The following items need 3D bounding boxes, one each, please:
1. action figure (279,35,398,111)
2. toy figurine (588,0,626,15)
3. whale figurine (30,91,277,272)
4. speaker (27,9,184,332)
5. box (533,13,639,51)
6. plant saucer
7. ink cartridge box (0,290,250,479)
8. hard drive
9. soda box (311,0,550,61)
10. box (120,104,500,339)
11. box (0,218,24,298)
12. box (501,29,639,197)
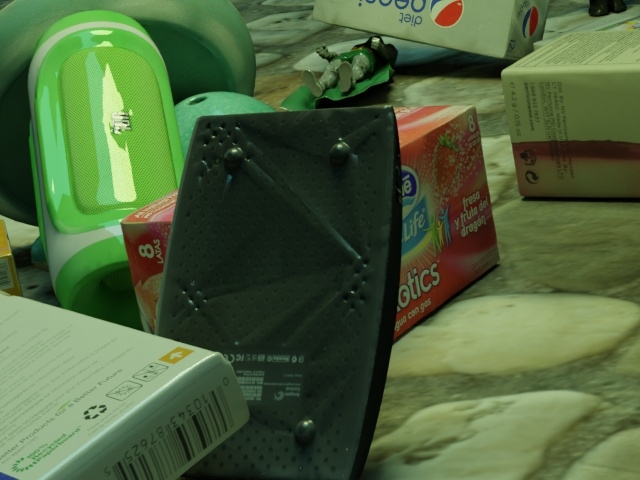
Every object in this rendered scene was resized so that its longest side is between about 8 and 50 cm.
[{"bbox_3d":[0.042,-0.215,2.293,0.137,0.063,0.232,-8,13,18],"label":"action figure"},{"bbox_3d":[0.350,-0.395,2.526,0.210,0.148,0.213,3,22,37],"label":"toy figurine"},{"bbox_3d":[-0.139,-0.049,1.721,0.272,0.141,0.216,-23,21,-26],"label":"whale figurine"},{"bbox_3d":[-0.178,-0.059,1.592,0.131,0.131,0.296,-11,50,-3],"label":"speaker"},{"bbox_3d":[0.363,-0.226,2.169,0.145,0.038,0.186,-22,22,-34],"label":"box"},{"bbox_3d":[-0.204,-0.121,1.787,0.318,0.317,0.043,-15,47,-16],"label":"plant saucer"},{"bbox_3d":[-0.253,0.148,1.199,0.303,0.072,0.307,-38,29,-30],"label":"ink cartridge box"},{"bbox_3d":[-0.025,0.039,1.254,0.172,0.254,0.054,-1,-17,28],"label":"hard drive"},{"bbox_3d":[0.133,-0.288,2.282,0.286,0.098,0.091,15,8,33],"label":"soda box"},{"bbox_3d":[0.000,0.000,1.481,0.154,0.142,0.300,2,21,36],"label":"box"},{"bbox_3d":[-0.278,0.034,1.640,0.028,0.081,0.136,-14,17,-10],"label":"box"},{"bbox_3d":[0.305,-0.117,1.704,0.232,0.126,0.149,2,21,35],"label":"box"}]
